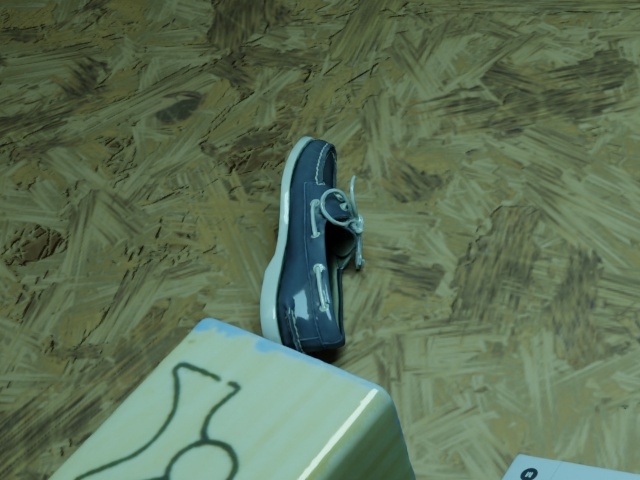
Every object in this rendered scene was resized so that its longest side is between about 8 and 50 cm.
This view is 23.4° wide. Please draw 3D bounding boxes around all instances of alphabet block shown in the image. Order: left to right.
[{"bbox_3d":[-0.057,0.207,1.146,0.192,0.193,0.197,19,52,37],"label":"alphabet block"}]

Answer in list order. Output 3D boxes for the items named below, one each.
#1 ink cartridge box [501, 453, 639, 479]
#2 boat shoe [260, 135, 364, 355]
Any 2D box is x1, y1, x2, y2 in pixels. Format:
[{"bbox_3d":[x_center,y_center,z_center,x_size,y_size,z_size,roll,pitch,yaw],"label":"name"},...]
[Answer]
[{"bbox_3d":[0.187,0.256,1.087,0.223,0.045,0.224,3,43,39],"label":"ink cartridge box"},{"bbox_3d":[0.000,0.000,1.438,0.079,0.095,0.254,-6,43,16],"label":"boat shoe"}]
